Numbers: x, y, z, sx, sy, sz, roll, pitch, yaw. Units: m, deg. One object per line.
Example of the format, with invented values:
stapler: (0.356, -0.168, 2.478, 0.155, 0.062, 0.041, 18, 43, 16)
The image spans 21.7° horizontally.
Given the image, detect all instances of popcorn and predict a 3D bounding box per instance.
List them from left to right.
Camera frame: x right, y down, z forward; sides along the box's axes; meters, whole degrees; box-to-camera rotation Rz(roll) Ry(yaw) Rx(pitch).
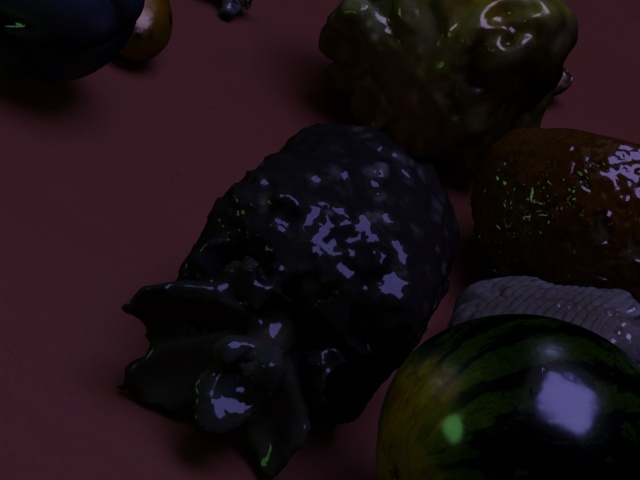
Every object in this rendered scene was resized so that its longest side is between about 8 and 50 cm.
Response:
popcorn: (0.142, -0.246, 2.018, 0.312, 0.312, 0.312, 24, 29, -14)

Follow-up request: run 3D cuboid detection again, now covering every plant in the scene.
plant: (-0.021, 0.051, 1.437, 0.215, 0.213, 0.312, 38, 38, 7)

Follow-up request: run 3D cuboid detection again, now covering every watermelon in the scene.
watermelon: (0.165, 0.185, 1.349, 0.269, 0.269, 0.269, 24, 29, -14)

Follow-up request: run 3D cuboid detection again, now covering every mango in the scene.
mango: (-0.231, -0.277, 1.882, 0.178, 0.090, 0.115, 44, 40, 15)

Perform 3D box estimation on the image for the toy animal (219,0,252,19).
toy animal: (-0.178, -0.371, 2.110, 0.176, 0.073, 0.217, 11, 29, -45)

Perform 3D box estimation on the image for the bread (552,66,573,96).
bread: (0.289, -0.243, 2.403, 0.129, 0.044, 0.126, 43, 37, 14)

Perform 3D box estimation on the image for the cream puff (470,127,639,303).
cream puff: (0.298, -0.007, 1.832, 0.303, 0.212, 0.303, 19, -3, 1)

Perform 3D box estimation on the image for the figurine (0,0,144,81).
figurine: (-0.304, -0.277, 1.687, 0.265, 0.197, 0.175, 39, 64, 19)

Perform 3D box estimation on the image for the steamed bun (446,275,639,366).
steamed bun: (0.227, 0.124, 1.644, 0.218, 0.144, 0.211, 6, 15, 21)
